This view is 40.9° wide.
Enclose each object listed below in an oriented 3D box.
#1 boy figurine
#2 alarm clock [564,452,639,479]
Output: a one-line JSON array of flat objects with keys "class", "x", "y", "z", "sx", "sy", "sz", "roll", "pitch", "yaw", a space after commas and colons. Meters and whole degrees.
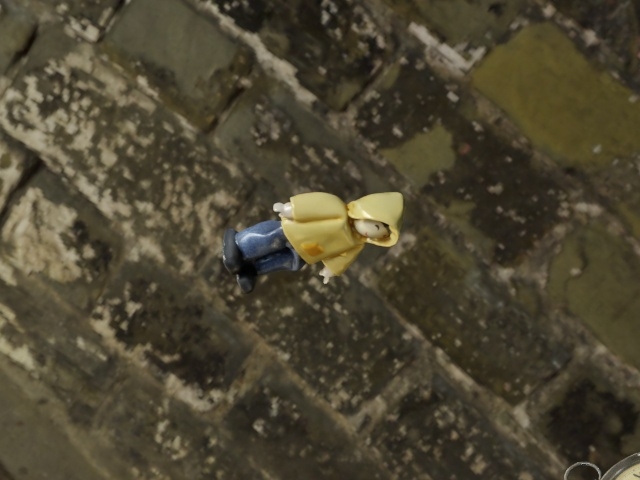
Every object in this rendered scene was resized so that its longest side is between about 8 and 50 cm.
[{"class": "boy figurine", "x": 0.000, "y": 0.000, "z": 1.327, "sx": 0.092, "sy": 0.285, "sz": 0.177, "roll": -89, "pitch": 160, "yaw": -47}, {"class": "alarm clock", "x": 0.327, "y": 0.270, "z": 0.860, "sx": 0.192, "sy": 0.129, "sz": 0.064, "roll": 21, "pitch": -32, "yaw": 50}]
